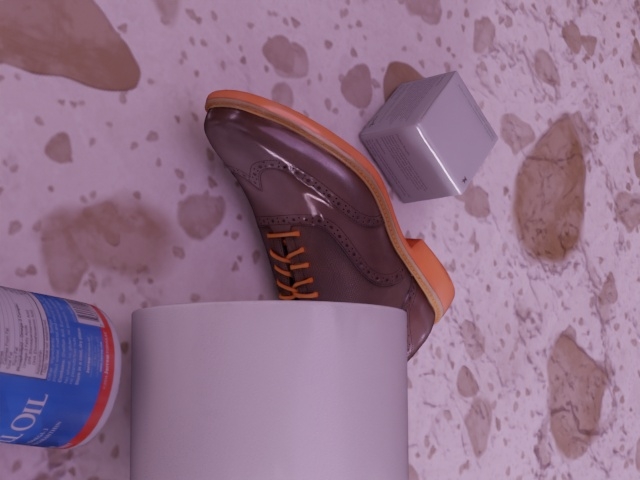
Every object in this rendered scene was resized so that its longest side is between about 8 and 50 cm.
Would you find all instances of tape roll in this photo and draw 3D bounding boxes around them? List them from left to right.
[{"bbox_3d":[-0.044,0.144,1.217,0.246,0.246,0.169,7,80,-43],"label":"tape roll"}]

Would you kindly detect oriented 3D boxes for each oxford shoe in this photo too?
[{"bbox_3d":[0.000,0.000,1.365,0.363,0.130,0.133,46,62,-30],"label":"oxford shoe"}]

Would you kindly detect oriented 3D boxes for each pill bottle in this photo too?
[{"bbox_3d":[-0.277,0.093,1.082,0.221,0.124,0.124,14,74,-41],"label":"pill bottle"}]

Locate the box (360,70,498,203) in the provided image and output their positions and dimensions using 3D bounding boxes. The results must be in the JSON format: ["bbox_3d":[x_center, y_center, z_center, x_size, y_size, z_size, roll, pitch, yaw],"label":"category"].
[{"bbox_3d":[0.120,-0.112,1.520,0.101,0.087,0.102,55,52,-24],"label":"box"}]
